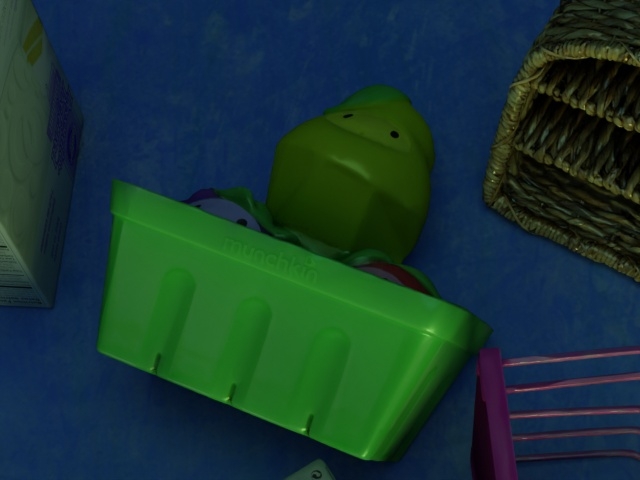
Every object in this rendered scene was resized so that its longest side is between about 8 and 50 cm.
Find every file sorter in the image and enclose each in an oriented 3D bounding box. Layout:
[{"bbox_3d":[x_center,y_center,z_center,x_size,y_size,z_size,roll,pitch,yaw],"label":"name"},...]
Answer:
[{"bbox_3d":[0.237,0.234,1.524,0.182,0.290,0.202,-5,65,1],"label":"file sorter"}]

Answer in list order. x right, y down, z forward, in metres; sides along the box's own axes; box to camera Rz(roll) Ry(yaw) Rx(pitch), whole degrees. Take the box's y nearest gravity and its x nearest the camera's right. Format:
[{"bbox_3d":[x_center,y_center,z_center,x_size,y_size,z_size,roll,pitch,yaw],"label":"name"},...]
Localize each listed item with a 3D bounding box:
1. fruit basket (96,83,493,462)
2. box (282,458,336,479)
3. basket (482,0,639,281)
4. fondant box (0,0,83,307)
[{"bbox_3d":[0.000,0.000,1.691,0.392,0.283,0.392,-2,81,13],"label":"fruit basket"},{"bbox_3d":[-0.087,0.325,1.616,0.275,0.113,0.094,-30,65,-9],"label":"box"},{"bbox_3d":[0.333,-0.102,1.709,0.299,0.213,0.223,28,70,18],"label":"basket"},{"bbox_3d":[-0.331,-0.104,1.721,0.096,0.330,0.238,3,65,6],"label":"fondant box"}]
